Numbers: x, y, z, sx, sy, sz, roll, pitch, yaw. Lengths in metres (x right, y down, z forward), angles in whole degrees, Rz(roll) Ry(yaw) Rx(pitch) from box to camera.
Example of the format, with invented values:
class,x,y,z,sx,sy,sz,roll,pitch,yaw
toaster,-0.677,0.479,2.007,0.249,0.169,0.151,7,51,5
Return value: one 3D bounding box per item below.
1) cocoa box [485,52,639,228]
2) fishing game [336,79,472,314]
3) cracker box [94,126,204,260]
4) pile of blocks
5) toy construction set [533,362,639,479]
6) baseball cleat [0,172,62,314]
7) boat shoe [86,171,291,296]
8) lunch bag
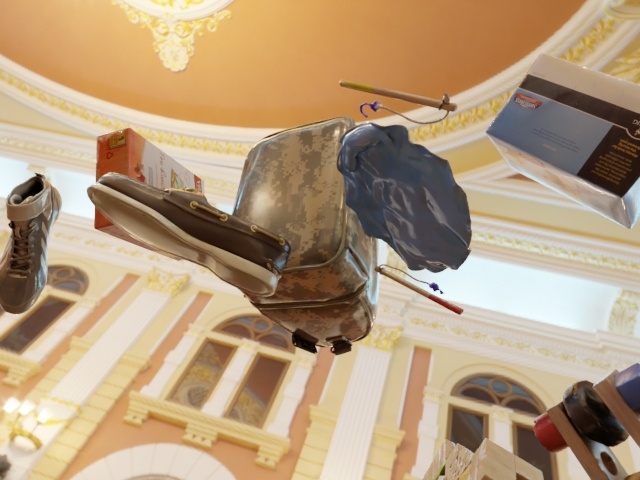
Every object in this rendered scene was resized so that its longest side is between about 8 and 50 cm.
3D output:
class,x,y,z,sx,sy,sz,roll,pitch,yaw
cocoa box,0.609,-0.227,1.136,0.347,0.231,0.228,41,-80,38
fishing game,0.090,-0.045,0.533,0.189,0.041,0.264,25,-37,45
cracker box,-0.279,-0.067,0.846,0.067,0.156,0.232,-11,-17,13
pile of blocks,0.236,0.395,0.744,0.112,0.149,0.362,29,-19,13
toy construction set,0.289,0.215,0.345,0.237,0.257,0.309,42,-83,9
baseball cleat,-0.438,-0.001,0.723,0.072,0.206,0.109,3,-22,-8
boat shoe,-0.142,-0.017,0.557,0.227,0.069,0.081,29,-28,-11
lunch bag,0.000,0.000,0.802,0.212,0.305,0.256,-12,-38,23
